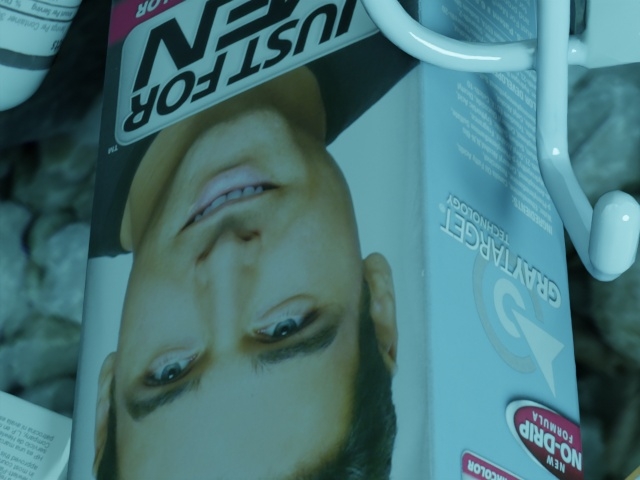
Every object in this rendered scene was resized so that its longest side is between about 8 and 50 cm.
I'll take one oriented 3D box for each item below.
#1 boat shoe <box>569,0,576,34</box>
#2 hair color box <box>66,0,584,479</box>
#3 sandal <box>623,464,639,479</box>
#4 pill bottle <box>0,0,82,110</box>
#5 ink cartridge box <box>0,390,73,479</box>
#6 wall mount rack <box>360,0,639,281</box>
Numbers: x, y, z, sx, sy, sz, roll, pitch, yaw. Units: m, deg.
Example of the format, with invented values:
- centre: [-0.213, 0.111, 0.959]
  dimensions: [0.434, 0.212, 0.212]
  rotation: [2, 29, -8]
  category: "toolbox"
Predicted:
- centre: [0.162, -0.181, 0.680]
  dimensions: [0.084, 0.258, 0.095]
  rotation: [-33, 80, -15]
  category: "boat shoe"
- centre: [0.000, 0.000, 0.667]
  dimensions: [0.185, 0.113, 0.374]
  rotation: [-21, 55, 32]
  category: "hair color box"
- centre: [0.175, 0.048, 0.635]
  dimensions: [0.265, 0.102, 0.076]
  rotation: [-39, 62, -6]
  category: "sandal"
- centre: [-0.192, -0.174, 0.760]
  dimensions: [0.176, 0.176, 0.318]
  rotation: [35, 103, 28]
  category: "pill bottle"
- centre: [-0.195, 0.162, 0.677]
  dimensions: [0.148, 0.086, 0.203]
  rotation: [19, 68, 23]
  category: "ink cartridge box"
- centre: [0.188, -0.140, 0.508]
  dimensions: [0.350, 0.304, 0.130]
  rotation: [-8, 36, -5]
  category: "wall mount rack"
